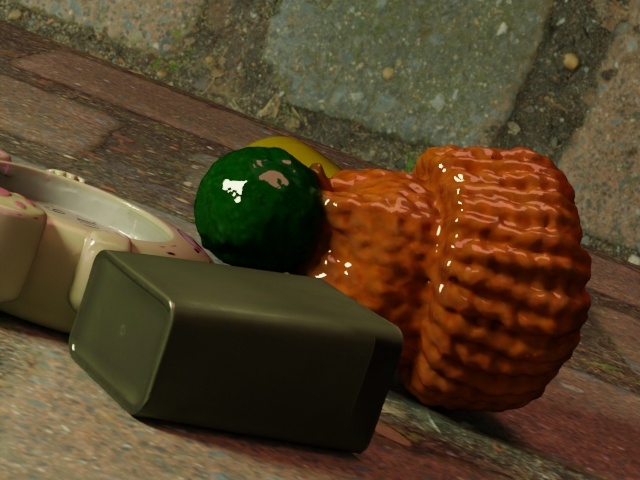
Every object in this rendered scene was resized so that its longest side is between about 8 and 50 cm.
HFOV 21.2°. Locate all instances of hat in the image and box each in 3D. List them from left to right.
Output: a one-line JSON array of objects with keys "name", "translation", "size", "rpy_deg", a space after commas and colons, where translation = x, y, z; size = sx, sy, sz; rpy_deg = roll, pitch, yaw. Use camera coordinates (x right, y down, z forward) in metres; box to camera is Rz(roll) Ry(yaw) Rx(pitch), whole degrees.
[{"name": "hat", "translation": [0.072, 0.034, 1.771], "size": [0.400, 0.285, 0.285], "rpy_deg": [4, 16, -23]}]

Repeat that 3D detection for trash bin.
[{"name": "trash bin", "translation": [-0.078, 0.092, 1.506], "size": [0.241, 0.122, 0.164], "rpy_deg": [12, 13, -36]}]

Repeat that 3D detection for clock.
[{"name": "clock", "translation": [-0.242, 0.007, 1.642], "size": [0.309, 0.114, 0.284], "rpy_deg": [18, 8, -23]}]

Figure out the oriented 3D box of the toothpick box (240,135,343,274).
[{"name": "toothpick box", "translation": [0.000, 0.000, 2.031], "size": [0.175, 0.175, 0.271], "rpy_deg": [13, 16, -42]}]
